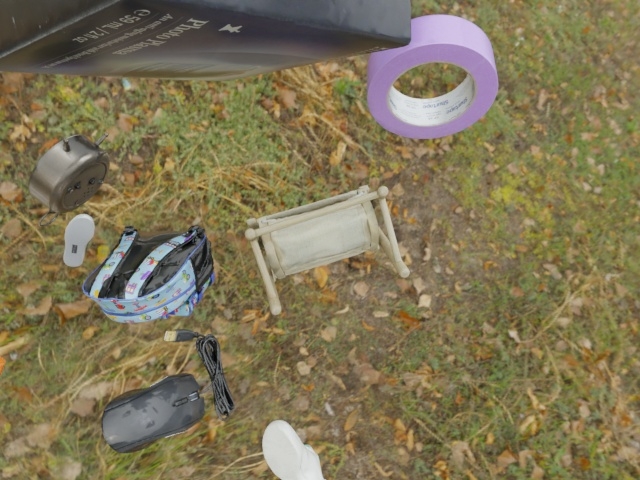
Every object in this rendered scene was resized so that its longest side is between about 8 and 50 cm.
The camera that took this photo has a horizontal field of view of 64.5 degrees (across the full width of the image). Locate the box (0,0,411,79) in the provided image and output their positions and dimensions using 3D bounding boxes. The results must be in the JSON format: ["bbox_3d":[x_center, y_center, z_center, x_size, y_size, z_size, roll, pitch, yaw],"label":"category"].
[{"bbox_3d":[-0.119,-0.251,0.456,0.294,0.296,0.182,-16,107,-45],"label":"box"}]

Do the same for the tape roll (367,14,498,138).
[{"bbox_3d":[0.239,-0.346,1.108,0.275,0.275,0.090,13,59,-19],"label":"tape roll"}]

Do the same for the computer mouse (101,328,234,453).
[{"bbox_3d":[-0.252,0.243,0.877,0.262,0.060,0.184,2,67,-53],"label":"computer mouse"}]

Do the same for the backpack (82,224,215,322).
[{"bbox_3d":[-0.258,0.062,0.771,0.158,0.116,0.173,1,32,13],"label":"backpack"}]

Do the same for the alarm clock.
[{"bbox_3d":[-0.419,-0.092,0.843,0.064,0.192,0.129,40,22,-2],"label":"alarm clock"}]

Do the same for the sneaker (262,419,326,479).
[{"bbox_3d":[-0.044,0.429,1.003,0.094,0.080,0.212,-48,121,-58],"label":"sneaker"}]

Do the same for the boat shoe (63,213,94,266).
[{"bbox_3d":[-0.472,-0.007,0.988,0.049,0.142,0.040,17,40,-24],"label":"boat shoe"}]

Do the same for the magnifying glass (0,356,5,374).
[{"bbox_3d":[-0.581,0.293,0.859,0.092,0.231,0.026,31,17,11],"label":"magnifying glass"}]

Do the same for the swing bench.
[{"bbox_3d":[0.000,0.000,0.972,0.253,0.254,0.165,-17,102,-4],"label":"swing bench"}]
